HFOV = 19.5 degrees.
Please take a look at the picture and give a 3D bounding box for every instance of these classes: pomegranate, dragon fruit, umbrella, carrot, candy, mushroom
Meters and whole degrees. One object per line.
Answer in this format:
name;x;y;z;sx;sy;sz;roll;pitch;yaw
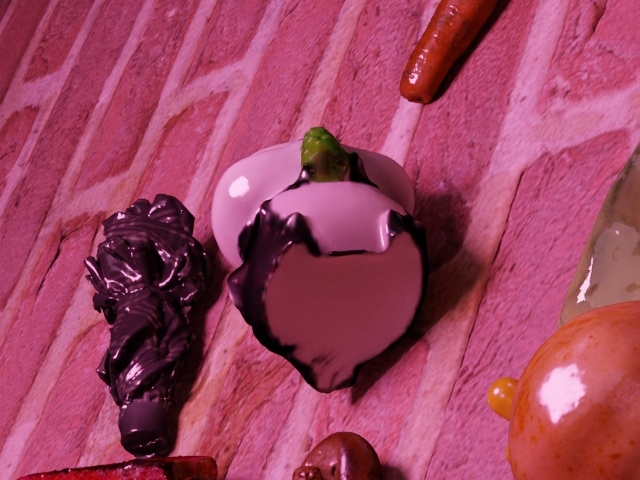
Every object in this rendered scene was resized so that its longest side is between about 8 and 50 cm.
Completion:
pomegranate;0.239;0.144;1.361;0.207;0.207;0.207;-37;32;28
dragon fruit;-0.186;0.286;1.906;0.262;0.163;0.189;-14;17;46
umbrella;-0.215;0.092;2.162;0.128;0.154;0.336;97;-175;-50
carrot;0.145;-0.234;2.082;0.186;0.060;0.060;-59;28;0
candy;0.322;-0.041;1.527;0.142;0.132;0.343;27;81;19
mushroom;0.013;0.236;1.716;0.109;0.085;0.126;104;-177;-61

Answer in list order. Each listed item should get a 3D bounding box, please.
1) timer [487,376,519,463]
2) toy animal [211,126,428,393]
timer;0.185;0.142;1.529;0.107;0.109;0.107;-54;-16;-23
toy animal;0.000;-0.008;1.885;0.212;0.212;0.267;-43;36;19
